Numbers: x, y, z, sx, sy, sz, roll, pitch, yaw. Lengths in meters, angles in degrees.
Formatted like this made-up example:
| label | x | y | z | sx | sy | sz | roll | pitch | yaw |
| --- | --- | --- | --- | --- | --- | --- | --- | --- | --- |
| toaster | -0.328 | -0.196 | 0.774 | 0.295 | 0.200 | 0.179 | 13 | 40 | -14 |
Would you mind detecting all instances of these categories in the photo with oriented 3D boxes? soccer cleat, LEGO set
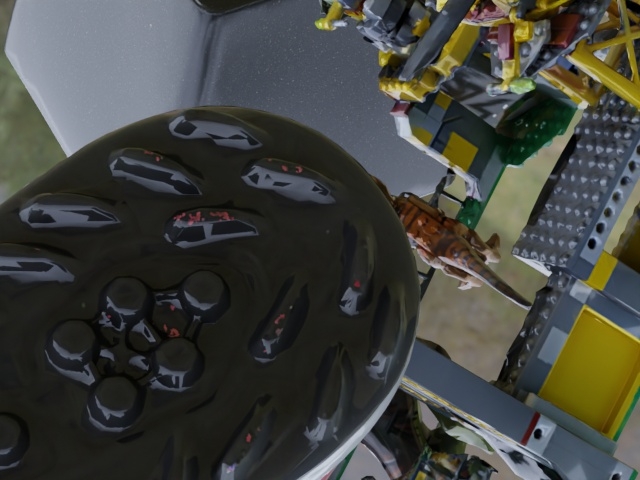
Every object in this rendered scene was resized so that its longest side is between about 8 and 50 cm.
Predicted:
| label | x | y | z | sx | sy | sz | roll | pitch | yaw |
| --- | --- | --- | --- | --- | --- | --- | --- | --- | --- |
| soccer cleat | -0.119 | 0.087 | 0.375 | 0.108 | 0.318 | 0.116 | 53 | 162 | 15 |
| LEGO set | 0.000 | 0.000 | 0.648 | 0.192 | 0.331 | 0.255 | 32 | 180 | -26 |

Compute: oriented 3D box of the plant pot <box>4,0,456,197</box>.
| label | x | y | z | sx | sy | sz | roll | pitch | yaw |
| --- | --- | --- | --- | --- | --- | --- | --- | --- | --- |
| plant pot | -0.038 | -0.119 | 0.917 | 0.188 | 0.187 | 0.167 | 56 | 154 | 28 |
